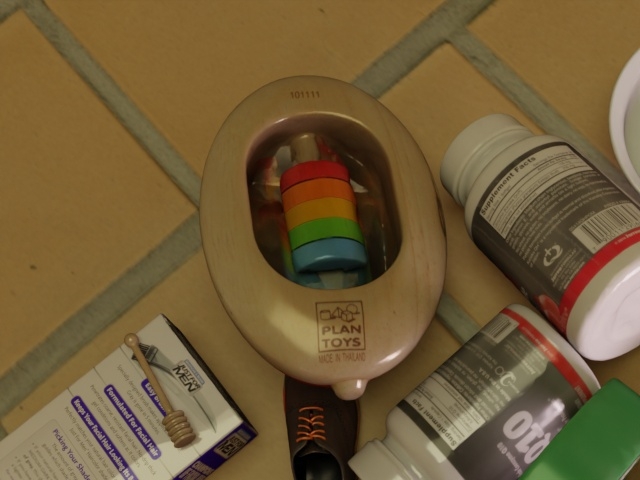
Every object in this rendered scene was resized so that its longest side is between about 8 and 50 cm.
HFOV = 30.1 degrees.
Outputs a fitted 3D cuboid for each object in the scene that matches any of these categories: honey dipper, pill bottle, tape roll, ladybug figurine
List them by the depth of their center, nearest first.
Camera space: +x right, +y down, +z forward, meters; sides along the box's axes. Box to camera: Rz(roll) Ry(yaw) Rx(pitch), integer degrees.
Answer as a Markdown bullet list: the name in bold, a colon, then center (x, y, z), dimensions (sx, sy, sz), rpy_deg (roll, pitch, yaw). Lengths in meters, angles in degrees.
- **tape roll**: center (0.252, 0.297, 1.307), dimensions (0.077, 0.321, 0.321), rpy_deg (39, 81, 19)
- **pill bottle**: center (0.183, 0.224, 1.428), dimensions (0.283, 0.161, 0.161), rpy_deg (-41, 70, -6)
- **honey dipper**: center (-0.200, 0.179, 1.462), dimensions (0.030, 0.030, 0.161), rpy_deg (-30, 67, -2)
- **pill bottle**: center (0.288, -0.018, 1.462), dimensions (0.176, 0.176, 0.318), rpy_deg (-36, 52, -4)
- **ladybug figurine**: center (0.000, 0.000, 1.505), dimensions (0.305, 0.162, 0.450), rpy_deg (-1, 59, -7)

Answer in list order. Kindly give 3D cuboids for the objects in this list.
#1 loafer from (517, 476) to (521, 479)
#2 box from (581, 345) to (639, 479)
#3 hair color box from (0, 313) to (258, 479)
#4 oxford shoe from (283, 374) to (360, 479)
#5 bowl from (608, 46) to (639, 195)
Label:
- **loafer**: center (0.224, 0.311, 1.456), dimensions (0.039, 0.045, 0.125), rpy_deg (39, 84, 25)
- **box**: center (0.409, 0.209, 1.430), dimensions (0.164, 0.021, 0.201), rpy_deg (-25, 66, 36)
- **hair color box**: center (-0.270, 0.275, 1.511), dimensions (0.339, 0.110, 0.185), rpy_deg (-39, 69, -4)
- **oxford shoe**: center (0.002, 0.238, 1.484), dimensions (0.096, 0.098, 0.271), rpy_deg (-13, 70, 5)
- **bowl**: center (0.511, -0.126, 1.510), dimensions (0.297, 0.134, 0.298), rpy_deg (-3, 71, 9)
